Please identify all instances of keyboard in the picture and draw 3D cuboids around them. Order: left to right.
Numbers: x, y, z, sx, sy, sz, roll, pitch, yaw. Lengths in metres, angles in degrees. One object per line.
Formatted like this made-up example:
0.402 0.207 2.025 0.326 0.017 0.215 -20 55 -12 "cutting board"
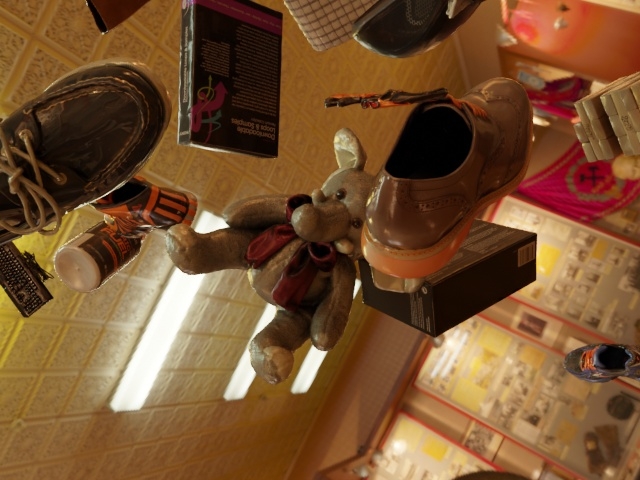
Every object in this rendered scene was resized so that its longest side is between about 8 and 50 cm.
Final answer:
-0.659 0.068 1.279 0.100 0.192 0.038 -41 -14 -9 "keyboard"

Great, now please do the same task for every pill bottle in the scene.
-0.541 0.020 1.482 0.246 0.130 0.131 -58 -18 -60 "pill bottle"

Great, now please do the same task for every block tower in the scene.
0.437 -0.163 0.669 0.097 0.091 0.335 -29 8 -14 "block tower"

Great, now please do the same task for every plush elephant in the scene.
0.000 0.000 0.843 0.329 0.272 0.255 -19 -23 -43 "plush elephant"

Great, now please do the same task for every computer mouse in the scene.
0.123 -0.233 0.559 0.188 0.272 0.072 -46 -73 -16 "computer mouse"

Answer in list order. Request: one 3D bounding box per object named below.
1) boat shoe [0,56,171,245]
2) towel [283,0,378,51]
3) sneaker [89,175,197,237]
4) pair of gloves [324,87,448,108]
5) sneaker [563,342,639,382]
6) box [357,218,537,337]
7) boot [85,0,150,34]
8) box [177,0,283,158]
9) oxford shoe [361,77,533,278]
-0.224 -0.051 0.443 0.095 0.254 0.079 61 -159 -20 "boat shoe"
0.055 -0.514 1.070 0.235 0.283 0.121 52 -158 -39 "towel"
-0.408 -0.089 1.217 0.180 0.321 0.125 25 -110 -42 "sneaker"
0.048 -0.107 0.436 0.074 0.083 0.010 -15 -69 -31 "pair of gloves"
0.559 0.231 1.151 0.221 0.087 0.083 147 137 -63 "sneaker"
0.225 0.050 1.035 0.261 0.184 0.103 -21 -63 -30 "box"
-0.354 -0.563 1.084 0.280 0.096 0.264 -40 -36 -26 "boot"
-0.092 -0.172 0.613 0.116 0.029 0.162 3 -93 -46 "box"
0.169 -0.114 0.676 0.364 0.129 0.133 -51 -30 -38 "oxford shoe"
